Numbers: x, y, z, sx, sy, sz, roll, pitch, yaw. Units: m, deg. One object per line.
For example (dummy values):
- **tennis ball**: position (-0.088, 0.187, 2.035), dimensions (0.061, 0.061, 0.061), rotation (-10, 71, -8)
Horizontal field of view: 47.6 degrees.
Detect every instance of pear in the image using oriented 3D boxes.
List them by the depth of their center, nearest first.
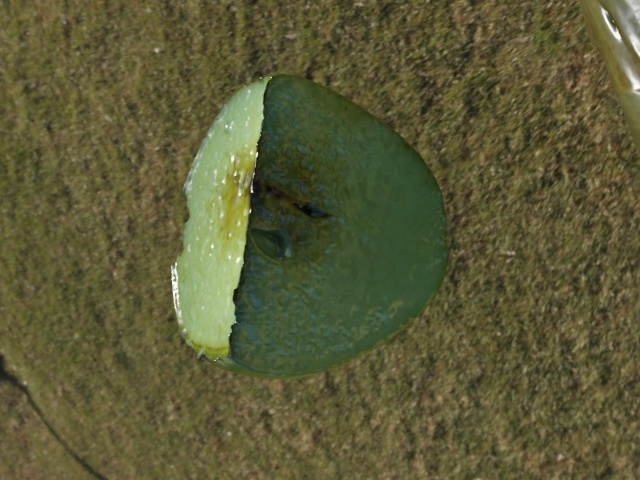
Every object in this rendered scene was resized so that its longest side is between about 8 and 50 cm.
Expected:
- **pear**: position (0.000, 0.000, 0.727), dimensions (0.292, 0.292, 0.159), rotation (60, 155, -8)

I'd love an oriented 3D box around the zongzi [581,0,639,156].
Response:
- **zongzi**: position (0.282, -0.139, 0.583), dimensions (0.447, 0.418, 0.181), rotation (49, 147, 4)
